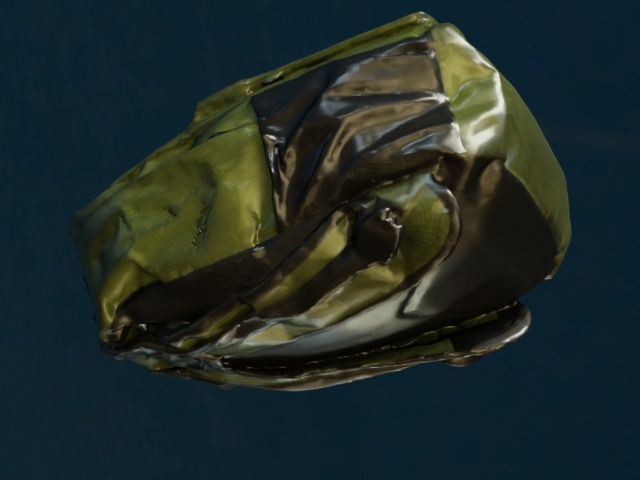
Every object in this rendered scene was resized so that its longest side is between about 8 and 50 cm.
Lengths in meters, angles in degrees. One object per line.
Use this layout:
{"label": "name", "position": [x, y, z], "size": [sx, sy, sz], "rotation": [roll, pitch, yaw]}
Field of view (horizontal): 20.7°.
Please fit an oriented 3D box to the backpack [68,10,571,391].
{"label": "backpack", "position": [0.000, 0.000, 0.898], "size": [0.253, 0.140, 0.207], "rotation": [-22, -26, 13]}
